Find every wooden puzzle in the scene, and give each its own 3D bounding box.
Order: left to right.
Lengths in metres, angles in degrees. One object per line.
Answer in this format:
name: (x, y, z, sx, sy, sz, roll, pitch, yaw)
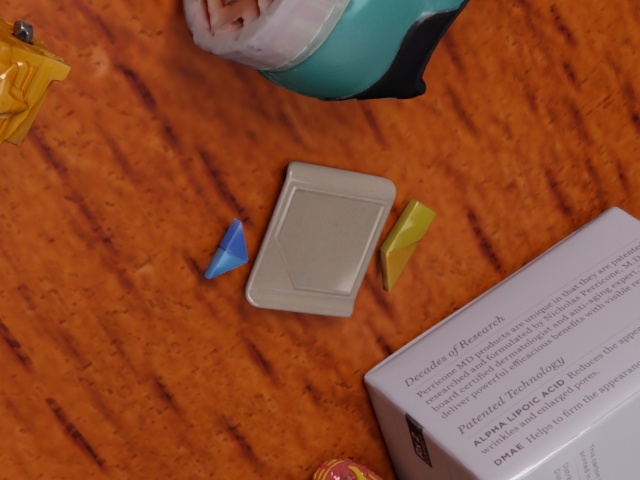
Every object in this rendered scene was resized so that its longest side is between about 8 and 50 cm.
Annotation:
wooden puzzle: (0.000, 0.000, 0.793, 0.116, 0.014, 0.078, 17, 100, -40)

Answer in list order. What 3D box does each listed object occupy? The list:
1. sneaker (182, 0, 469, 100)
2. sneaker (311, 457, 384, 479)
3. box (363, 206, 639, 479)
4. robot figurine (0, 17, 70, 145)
sneaker: (0.062, -0.193, 0.672, 0.121, 0.108, 0.302, 17, 112, -41)
sneaker: (0.031, 0.192, 0.891, 0.064, 0.067, 0.175, -41, 117, -33)
box: (0.145, 0.113, 0.886, 0.182, 0.119, 0.181, -33, 129, -16)
robot figurine: (-0.241, -0.048, 0.546, 0.291, 0.085, 0.211, 19, 102, -41)
